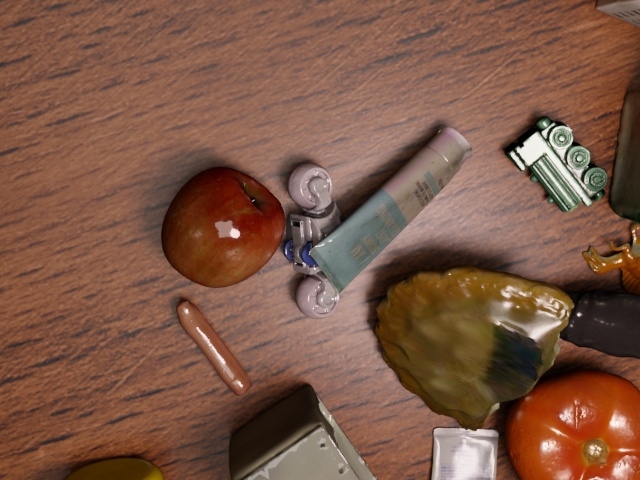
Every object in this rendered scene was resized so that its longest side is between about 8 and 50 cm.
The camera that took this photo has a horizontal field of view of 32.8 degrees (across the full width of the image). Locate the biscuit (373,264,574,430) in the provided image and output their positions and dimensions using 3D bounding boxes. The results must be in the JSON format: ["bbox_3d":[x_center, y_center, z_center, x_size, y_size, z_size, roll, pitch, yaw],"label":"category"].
[{"bbox_3d":[0.250,0.185,1.743,0.329,0.078,0.335,-1,126,24],"label":"biscuit"}]

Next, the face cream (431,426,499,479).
[{"bbox_3d":[0.244,0.433,1.859,0.114,0.070,0.224,3,85,-6],"label":"face cream"}]

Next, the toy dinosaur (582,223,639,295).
[{"bbox_3d":[0.562,0.053,1.832,0.212,0.057,0.142,44,104,-8],"label":"toy dinosaur"}]

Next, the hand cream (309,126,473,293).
[{"bbox_3d":[0.115,-0.054,1.730,0.312,0.070,0.111,-47,134,-11],"label":"hand cream"}]

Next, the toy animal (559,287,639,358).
[{"bbox_3d":[0.433,0.126,1.775,0.343,0.168,0.106,10,92,10],"label":"toy animal"}]

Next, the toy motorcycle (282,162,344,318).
[{"bbox_3d":[0.000,0.000,1.760,0.112,0.112,0.254,-4,99,-5],"label":"toy motorcycle"}]

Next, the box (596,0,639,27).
[{"bbox_3d":[0.623,-0.346,1.702,0.330,0.210,0.095,23,96,-7],"label":"box"}]

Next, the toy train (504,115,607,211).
[{"bbox_3d":[0.391,-0.120,1.787,0.111,0.071,0.170,-38,101,10],"label":"toy train"}]

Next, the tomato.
[{"bbox_3d":[0.428,0.325,1.793,0.259,0.180,0.260,-1,95,-6],"label":"tomato"}]

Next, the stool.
[{"bbox_3d":[-0.005,0.403,1.731,0.170,0.243,0.270,-35,99,1],"label":"stool"}]

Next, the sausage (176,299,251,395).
[{"bbox_3d":[-0.178,0.175,1.785,0.043,0.043,0.186,-35,100,0],"label":"sausage"}]

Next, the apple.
[{"bbox_3d":[-0.151,-0.020,1.700,0.181,0.181,0.168,34,116,-9],"label":"apple"}]

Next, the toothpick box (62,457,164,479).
[{"bbox_3d":[-0.323,0.505,1.755,0.175,0.175,0.271,-7,102,-4],"label":"toothpick box"}]

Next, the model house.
[{"bbox_3d":[0.640,-0.127,1.686,0.280,0.312,0.245,7,94,-4],"label":"model house"}]
